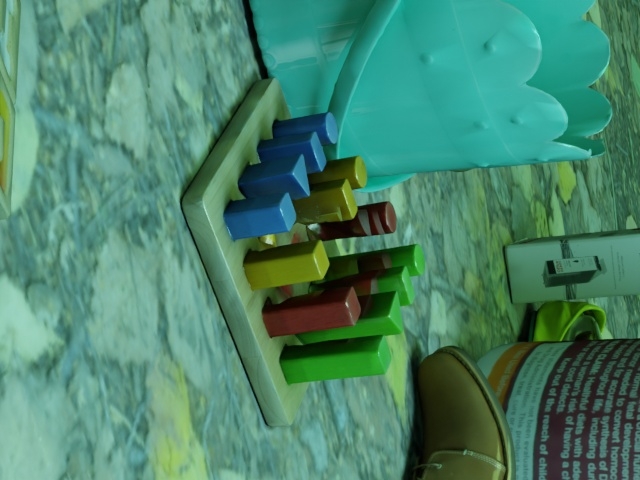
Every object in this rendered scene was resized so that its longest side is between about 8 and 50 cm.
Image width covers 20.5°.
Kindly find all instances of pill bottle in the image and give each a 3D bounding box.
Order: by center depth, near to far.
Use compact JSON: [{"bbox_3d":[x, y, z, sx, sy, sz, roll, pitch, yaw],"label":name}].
[{"bbox_3d":[0.313,0.182,1.330,0.224,0.392,0.224,10,78,-57],"label":"pill bottle"}]

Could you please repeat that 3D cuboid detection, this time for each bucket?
[{"bbox_3d":[0.077,-0.169,1.193,0.281,0.183,0.281,-10,90,-69],"label":"bucket"}]

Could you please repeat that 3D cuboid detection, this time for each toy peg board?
[{"bbox_3d":[0.000,0.000,1.075,0.161,0.079,0.160,-65,142,-56],"label":"toy peg board"}]

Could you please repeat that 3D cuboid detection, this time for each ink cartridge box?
[{"bbox_3d":[0.249,0.022,1.631,0.099,0.135,0.056,-14,98,-69],"label":"ink cartridge box"}]

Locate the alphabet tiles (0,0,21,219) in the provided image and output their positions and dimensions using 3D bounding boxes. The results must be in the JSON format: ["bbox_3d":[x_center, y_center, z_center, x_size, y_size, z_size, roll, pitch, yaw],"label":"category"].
[{"bbox_3d":[-0.146,-0.166,0.704,0.285,0.011,0.342,90,0,-67],"label":"alphabet tiles"}]

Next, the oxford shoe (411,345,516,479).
[{"bbox_3d":[0.095,0.172,1.276,0.076,0.076,0.212,6,59,-28],"label":"oxford shoe"}]

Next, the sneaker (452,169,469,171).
[{"bbox_3d":[0.140,-0.102,1.494,0.192,0.064,0.086,-77,146,-50],"label":"sneaker"}]

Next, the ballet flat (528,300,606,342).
[{"bbox_3d":[0.216,0.122,1.586,0.231,0.077,0.077,-63,140,-57],"label":"ballet flat"}]
